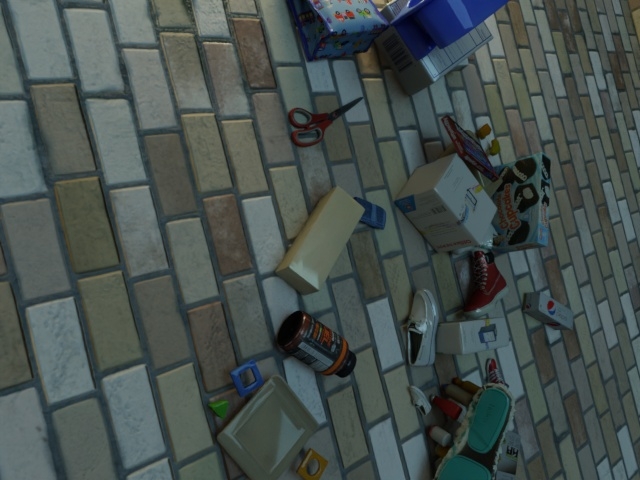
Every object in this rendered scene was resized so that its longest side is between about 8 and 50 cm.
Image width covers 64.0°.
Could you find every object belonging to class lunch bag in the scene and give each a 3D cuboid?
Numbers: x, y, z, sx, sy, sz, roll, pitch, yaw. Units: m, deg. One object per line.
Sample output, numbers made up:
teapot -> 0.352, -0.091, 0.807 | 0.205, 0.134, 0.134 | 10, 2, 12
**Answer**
lunch bag -> 0.022, -0.682, 1.447 | 0.220, 0.138, 0.294 | -22, 85, -33

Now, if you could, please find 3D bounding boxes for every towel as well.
towel -> 0.139, -0.078, 1.464 | 0.119, 0.029, 0.067 | 20, 70, -30

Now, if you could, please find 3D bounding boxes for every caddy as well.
caddy -> 0.346, -0.650, 1.388 | 0.341, 0.241, 0.179 | -41, 106, -17

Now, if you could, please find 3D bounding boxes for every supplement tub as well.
supplement tub -> -0.003, 0.261, 1.256 | 0.197, 0.106, 0.106 | 37, 62, -25

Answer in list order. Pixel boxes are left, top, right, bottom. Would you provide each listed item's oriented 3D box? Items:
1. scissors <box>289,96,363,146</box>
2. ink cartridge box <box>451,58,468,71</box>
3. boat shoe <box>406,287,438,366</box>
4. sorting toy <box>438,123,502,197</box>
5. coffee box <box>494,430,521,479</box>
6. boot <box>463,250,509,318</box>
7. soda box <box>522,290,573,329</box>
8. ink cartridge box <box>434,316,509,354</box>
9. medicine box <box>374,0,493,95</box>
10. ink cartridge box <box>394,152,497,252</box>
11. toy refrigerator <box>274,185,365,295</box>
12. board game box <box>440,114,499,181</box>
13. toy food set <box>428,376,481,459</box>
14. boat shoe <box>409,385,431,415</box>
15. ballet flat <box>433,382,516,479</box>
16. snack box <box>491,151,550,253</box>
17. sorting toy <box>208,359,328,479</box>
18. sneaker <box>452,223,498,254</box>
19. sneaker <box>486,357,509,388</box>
scissors -> 0.030, -0.337, 1.445 | 0.297, 0.021, 0.109 | -21, 91, -37
ink cartridge box -> 0.361, -0.705, 1.721 | 0.238, 0.060, 0.276 | -9, 87, -19
boat shoe -> 0.288, 0.251, 1.473 | 0.075, 0.083, 0.227 | 2, 81, -36
sorting toy -> 0.540, -0.266, 1.778 | 0.307, 0.041, 0.229 | -44, 102, -32
coffee box -> 0.481, 0.673, 1.495 | 0.098, 0.141, 0.247 | 30, 65, -28
boot -> 0.509, 0.134, 1.652 | 0.244, 0.088, 0.176 | -30, 98, -43
soda box -> 0.828, 0.257, 1.860 | 0.216, 0.069, 0.074 | 28, 66, -29
ink cartridge box -> 0.430, 0.283, 1.523 | 0.212, 0.154, 0.093 | 2, 79, -34
medicine box -> 0.339, -0.649, 1.590 | 0.289, 0.149, 0.264 | -39, 101, -18
ink cartridge box -> 0.383, -0.107, 1.553 | 0.233, 0.171, 0.168 | 47, 58, -19
toy refrigerator -> 0.000, 0.000, 1.316 | 0.102, 0.094, 0.270 | 38, 61, -16
board game box -> 0.475, -0.284, 1.615 | 0.281, 0.027, 0.145 | 17, 46, -51
toy food set -> 0.375, 0.508, 1.501 | 0.111, 0.104, 0.232 | 39, 79, -38
boat shoe -> 0.280, 0.459, 1.461 | 0.035, 0.035, 0.100 | -47, 115, -34
ballet flat -> 0.432, 0.592, 1.423 | 0.147, 0.147, 0.409 | 32, 83, -26
snack box -> 0.685, -0.124, 1.758 | 0.060, 0.187, 0.322 | 20, 70, -30
sorting toy -> -0.119, 0.439, 1.179 | 0.196, 0.047, 0.348 | -42, 105, -28
sneaker -> 0.512, 0.001, 1.665 | 0.212, 0.080, 0.094 | -35, 77, -35
sneaker -> 0.570, 0.439, 1.645 | 0.042, 0.067, 0.119 | 13, 74, -33
